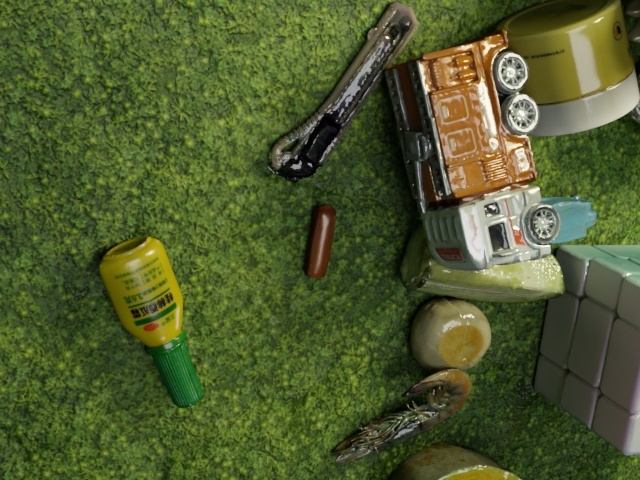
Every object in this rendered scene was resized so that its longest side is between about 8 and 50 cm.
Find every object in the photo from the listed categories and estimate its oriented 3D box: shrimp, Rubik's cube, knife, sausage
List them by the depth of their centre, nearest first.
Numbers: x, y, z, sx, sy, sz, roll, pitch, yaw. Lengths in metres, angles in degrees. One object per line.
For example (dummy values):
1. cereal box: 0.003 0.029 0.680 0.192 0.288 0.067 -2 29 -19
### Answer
1. knife: 0.045 -0.248 1.725 0.089 0.043 0.365 37 90 -29
2. sausage: 0.000 0.000 1.785 0.039 0.041 0.131 6 104 -19
3. shrimp: 0.153 0.323 1.915 0.296 0.058 0.169 -24 139 -10
4. Rubik's cube: 0.640 0.196 1.959 0.322 0.316 0.318 0 106 -24

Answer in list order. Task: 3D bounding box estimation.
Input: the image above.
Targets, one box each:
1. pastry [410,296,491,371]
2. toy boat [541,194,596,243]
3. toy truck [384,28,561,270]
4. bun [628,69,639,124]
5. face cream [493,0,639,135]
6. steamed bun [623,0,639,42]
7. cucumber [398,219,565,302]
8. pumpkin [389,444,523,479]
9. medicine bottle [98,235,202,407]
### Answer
1. pastry: 0.243 0.181 1.917 0.157 0.092 0.156 -5 113 -12
2. toy boat: 0.413 -0.041 1.908 0.215 0.102 0.088 -9 108 -36
3. toy truck: 0.245 -0.137 1.715 0.207 0.173 0.387 -16 96 -24
4. bun: 0.714 -0.254 1.870 0.282 0.281 0.204 -27 108 -13
5. face cream: 0.423 -0.305 1.762 0.218 0.218 0.179 -25 113 -14
6. steamed bun: 0.667 -0.415 1.760 0.428 0.247 0.189 -31 157 -39
7. cucumber: 0.300 0.045 1.893 0.326 0.105 0.145 9 70 -26
8. pumpkin: 0.249 0.563 1.995 0.333 0.199 0.332 -3 100 -19
9. medicine bottle: -0.269 0.141 1.702 0.111 0.076 0.308 -24 115 -13
